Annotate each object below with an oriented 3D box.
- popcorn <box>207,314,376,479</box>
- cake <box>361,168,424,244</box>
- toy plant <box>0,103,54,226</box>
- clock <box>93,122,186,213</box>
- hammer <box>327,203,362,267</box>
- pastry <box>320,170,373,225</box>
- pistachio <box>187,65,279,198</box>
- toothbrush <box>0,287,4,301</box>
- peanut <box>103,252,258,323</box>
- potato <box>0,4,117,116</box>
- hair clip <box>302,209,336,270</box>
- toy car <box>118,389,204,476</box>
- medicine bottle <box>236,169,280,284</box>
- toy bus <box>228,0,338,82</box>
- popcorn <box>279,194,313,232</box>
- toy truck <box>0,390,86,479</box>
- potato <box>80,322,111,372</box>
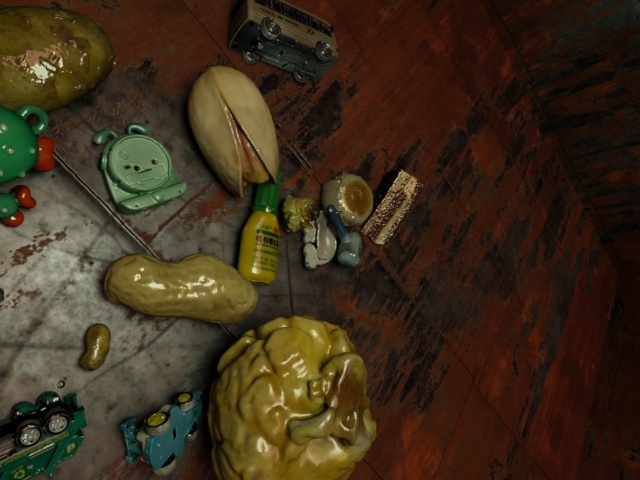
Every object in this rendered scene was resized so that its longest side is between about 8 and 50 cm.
[{"bbox_3d":[-0.063,0.358,0.891,0.390,0.354,0.344,-47,154,1],"label":"popcorn"},{"bbox_3d":[0.218,-0.110,1.355,0.112,0.135,0.246,31,94,-17],"label":"cake"},{"bbox_3d":[-0.595,-0.110,0.604,0.400,0.186,0.279,-40,116,-38],"label":"toy plant"},{"bbox_3d":[-0.390,-0.159,0.880,0.148,0.060,0.188,-31,101,-37],"label":"clock"},{"bbox_3d":[0.062,-0.020,1.161,0.116,0.070,0.193,-74,144,-49],"label":"hammer"},{"bbox_3d":[0.080,-0.120,1.221,0.166,0.088,0.165,8,76,-35],"label":"pastry"},{"bbox_3d":[-0.198,-0.256,0.966,0.188,0.188,0.299,-26,95,-38],"label":"pistachio"},{"bbox_3d":[-0.665,0.027,0.658,0.297,0.031,0.030,37,88,-29],"label":"toothbrush"},{"bbox_3d":[-0.281,0.094,0.877,0.319,0.148,0.147,15,73,-32],"label":"peanut"},{"bbox_3d":[-0.526,-0.328,0.753,0.176,0.141,0.298,52,55,-8],"label":"potato"},{"bbox_3d":[0.000,0.000,1.164,0.116,0.049,0.172,2,83,-33],"label":"hair clip"},{"bbox_3d":[-0.318,0.374,0.841,0.161,0.098,0.126,-48,143,-62],"label":"toy car"},{"bbox_3d":[-0.146,-0.043,1.041,0.111,0.076,0.308,21,68,-48],"label":"medicine bottle"},{"bbox_3d":[-0.097,-0.560,1.129,0.290,0.139,0.157,6,74,-33],"label":"toy bus"},{"bbox_3d":[-0.065,-0.071,1.095,0.089,0.109,0.096,-4,126,-18],"label":"popcorn"},{"bbox_3d":[-0.506,0.349,0.679,0.216,0.110,0.116,-18,105,-39],"label":"toy truck"},{"bbox_3d":[-0.433,0.207,0.796,0.045,0.046,0.092,1,68,-2],"label":"potato"}]
